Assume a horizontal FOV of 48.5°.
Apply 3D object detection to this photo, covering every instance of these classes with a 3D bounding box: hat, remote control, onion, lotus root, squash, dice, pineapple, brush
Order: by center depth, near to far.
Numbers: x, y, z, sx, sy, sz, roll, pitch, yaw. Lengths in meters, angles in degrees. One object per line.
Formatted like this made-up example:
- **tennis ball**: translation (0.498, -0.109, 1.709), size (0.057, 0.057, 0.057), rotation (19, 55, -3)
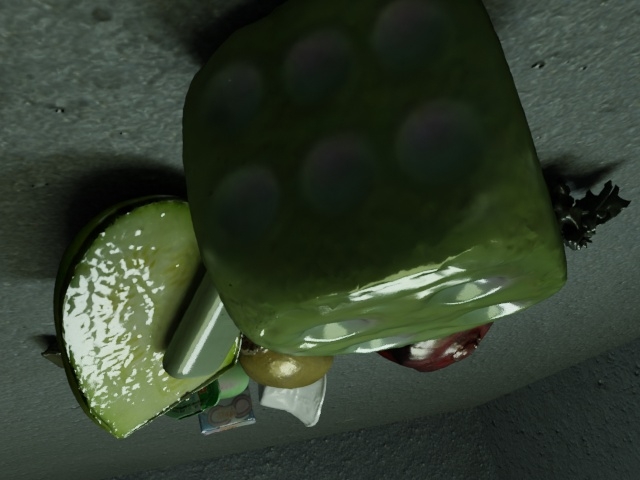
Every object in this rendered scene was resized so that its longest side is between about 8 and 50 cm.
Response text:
- **dice**: translation (0.048, -0.049, 0.596), size (0.251, 0.255, 0.250), rotation (-18, 158, 14)
- **remote control**: translation (-0.091, 0.039, 0.822), size (0.090, 0.038, 0.310), rotation (3, 122, -51)
- **squash**: translation (-0.192, 0.077, 0.831), size (0.233, 0.210, 0.309), rotation (-29, 171, -27)
- **pineapple**: translation (0.297, -0.014, 1.010), size (0.309, 0.141, 0.170), rotation (-11, 131, -27)
- **onion**: translation (0.189, 0.117, 1.190), size (0.246, 0.190, 0.246), rotation (-21, 146, -15)
- **brush**: translation (-0.445, 0.196, 1.215), size (0.034, 0.028, 0.190), rotation (-5, 165, -12)
- **lotus root**: translation (-0.065, 0.217, 1.354), size (0.146, 0.131, 0.303), rotation (-23, 157, 18)
- **hat**: translation (-0.068, 0.310, 1.564), size (0.126, 0.203, 0.203), rotation (8, 154, -12)

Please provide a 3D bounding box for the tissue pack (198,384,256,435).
- **tissue pack**: translation (-0.205, 0.313, 1.473), size (0.115, 0.155, 0.065), rotation (-13, 160, -6)

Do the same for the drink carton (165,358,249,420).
- **drink carton**: translation (-0.221, 0.253, 1.352), size (0.144, 0.146, 0.142), rotation (-23, 165, 23)
